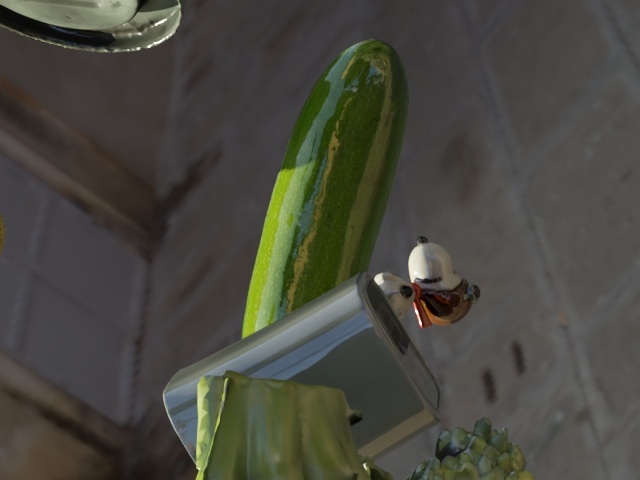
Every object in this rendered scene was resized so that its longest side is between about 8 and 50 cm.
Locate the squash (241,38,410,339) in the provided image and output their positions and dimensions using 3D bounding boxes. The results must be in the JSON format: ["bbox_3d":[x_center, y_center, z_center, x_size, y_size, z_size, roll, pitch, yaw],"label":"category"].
[{"bbox_3d":[-0.001,-0.001,1.177,0.082,0.082,0.292,-1,72,67],"label":"squash"}]

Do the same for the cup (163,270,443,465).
[{"bbox_3d":[-0.008,0.086,0.920,0.129,0.095,0.128,-30,3,9],"label":"cup"}]

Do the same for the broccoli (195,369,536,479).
[{"bbox_3d":[-0.007,0.144,0.682,0.198,0.226,0.176,-29,43,45],"label":"broccoli"}]

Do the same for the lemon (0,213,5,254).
[{"bbox_3d":[-0.265,-0.006,1.239,0.065,0.065,0.092,-50,46,13],"label":"lemon"}]

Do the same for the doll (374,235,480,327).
[{"bbox_3d":[0.059,0.035,1.039,0.085,0.058,0.040,-35,0,-38],"label":"doll"}]

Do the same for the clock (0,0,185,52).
[{"bbox_3d":[-0.199,-0.210,1.226,0.215,0.215,0.042,-22,48,57],"label":"clock"}]
